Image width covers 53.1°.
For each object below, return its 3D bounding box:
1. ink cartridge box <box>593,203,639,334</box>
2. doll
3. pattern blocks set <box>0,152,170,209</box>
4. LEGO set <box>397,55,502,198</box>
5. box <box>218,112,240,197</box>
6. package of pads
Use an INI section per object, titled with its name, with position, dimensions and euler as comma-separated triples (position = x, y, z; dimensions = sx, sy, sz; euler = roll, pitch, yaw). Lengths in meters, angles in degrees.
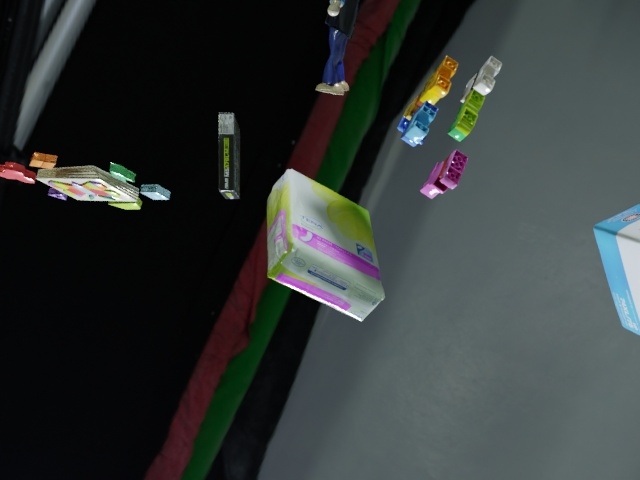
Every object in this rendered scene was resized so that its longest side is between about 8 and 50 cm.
[ink cartridge box]
position = 0.585, 0.049, 0.934
dimensions = 0.270, 0.198, 0.197
euler = -133, 19, -74
[doll]
position = 0.031, -0.299, 0.869
dimensions = 0.129, 0.046, 0.189
euler = -58, -21, -67
[pattern blocks set]
position = -0.499, -0.118, 1.369
dimensions = 0.285, 0.324, 0.026
euler = 27, -113, -50
[LEGO set]
position = 0.149, -0.155, 0.832
dimensions = 0.227, 0.087, 0.093
euler = -63, 10, -32
[box]
position = -0.226, -0.206, 1.596
dimensions = 0.184, 0.045, 0.191
euler = 169, 100, -85
[package of pads]
position = 0.000, 0.000, 1.302
dimensions = 0.101, 0.229, 0.297
euler = -51, 25, 27
